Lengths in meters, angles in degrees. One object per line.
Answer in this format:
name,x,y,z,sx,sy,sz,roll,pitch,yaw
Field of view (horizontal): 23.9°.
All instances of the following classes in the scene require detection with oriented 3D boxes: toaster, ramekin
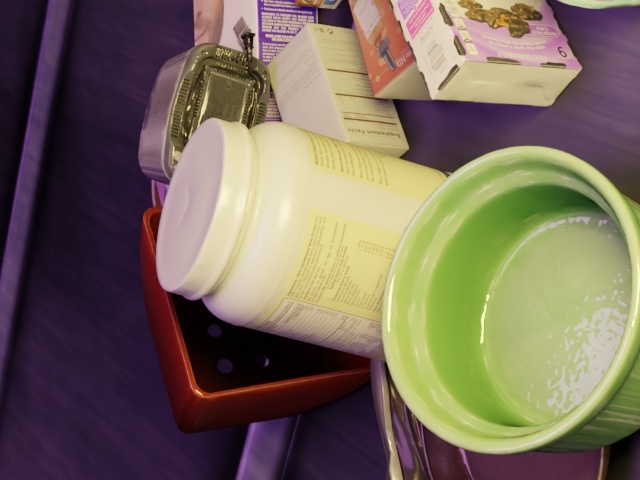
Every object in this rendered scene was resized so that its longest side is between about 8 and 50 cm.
toaster,-0.154,-0.161,1.958,0.146,0.129,0.227,0,77,63
ramekin,0.223,0.070,1.509,0.303,0.148,0.303,-14,68,39

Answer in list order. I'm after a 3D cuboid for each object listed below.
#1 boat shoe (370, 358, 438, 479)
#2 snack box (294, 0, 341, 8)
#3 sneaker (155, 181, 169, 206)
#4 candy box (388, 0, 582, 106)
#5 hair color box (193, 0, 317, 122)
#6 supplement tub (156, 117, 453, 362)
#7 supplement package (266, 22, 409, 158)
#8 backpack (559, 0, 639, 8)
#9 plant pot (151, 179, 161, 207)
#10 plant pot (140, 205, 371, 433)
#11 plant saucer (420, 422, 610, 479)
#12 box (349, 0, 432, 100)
boat shoe,0.106,0.227,1.836,0.081,0.068,0.228,104,158,-76
snack box,0.032,-0.362,1.935,0.178,0.064,0.022,-48,52,46
sneaker,-0.192,-0.126,2.079,0.104,0.095,0.236,179,87,-66
candy box,0.168,-0.245,1.638,0.070,0.164,0.196,-51,50,44
hair color box,-0.091,-0.268,2.089,0.185,0.110,0.339,-5,85,58
supplement tub,0.000,0.000,1.714,0.235,0.324,0.235,-48,34,48
supplement package,0.020,-0.169,1.915,0.105,0.105,0.179,-40,58,43
backpack,0.259,-0.314,1.476,0.166,0.188,0.144,57,135,38
plant pot,-0.207,-0.086,2.338,0.236,0.032,0.236,4,95,57
plant pot,-0.101,0.118,1.994,0.236,0.267,0.267,120,137,-54
plant saucer,0.220,0.202,1.675,0.310,0.050,0.311,4,95,56
box,0.112,-0.271,1.790,0.130,0.091,0.171,-39,59,50
